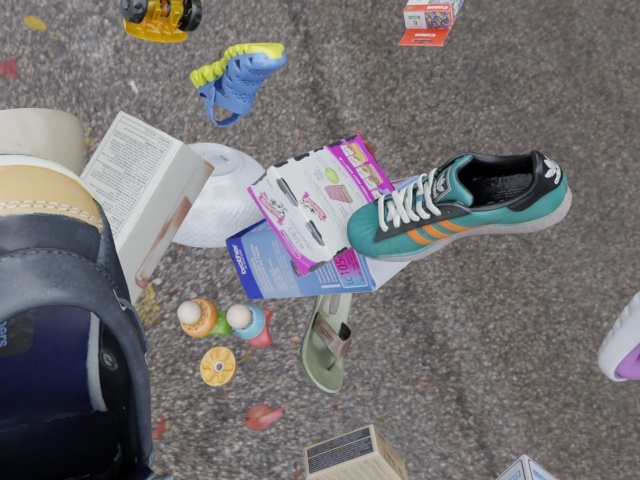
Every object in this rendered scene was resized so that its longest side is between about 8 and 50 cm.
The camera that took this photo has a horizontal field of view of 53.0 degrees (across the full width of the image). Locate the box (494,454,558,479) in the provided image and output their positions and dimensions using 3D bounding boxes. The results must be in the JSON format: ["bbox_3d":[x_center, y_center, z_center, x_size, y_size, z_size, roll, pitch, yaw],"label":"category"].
[{"bbox_3d":[0.217,0.390,0.699,0.087,0.169,0.290,39,20,-2],"label":"box"}]

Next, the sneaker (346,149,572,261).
[{"bbox_3d":[0.158,-0.054,0.831,0.121,0.302,0.108,40,43,-51],"label":"sneaker"}]

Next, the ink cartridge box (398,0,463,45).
[{"bbox_3d":[0.145,-0.300,0.840,0.063,0.029,0.115,9,54,25],"label":"ink cartridge box"}]

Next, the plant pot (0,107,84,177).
[{"bbox_3d":[-0.656,-0.148,1.427,0.284,0.284,0.190,-12,82,-27],"label":"plant pot"}]

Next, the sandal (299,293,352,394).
[{"bbox_3d":[0.027,0.223,1.575,0.120,0.086,0.302,20,63,-25],"label":"sandal"}]

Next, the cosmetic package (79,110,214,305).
[{"bbox_3d":[-0.331,-0.047,1.092,0.153,0.129,0.296,30,86,22],"label":"cosmetic package"}]

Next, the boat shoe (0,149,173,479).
[{"bbox_3d":[-0.221,0.179,0.503,0.187,0.500,0.156,-11,39,-32],"label":"boat shoe"}]

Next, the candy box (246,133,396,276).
[{"bbox_3d":[0.019,-0.062,0.998,0.233,0.071,0.159,-28,84,-49],"label":"candy box"}]

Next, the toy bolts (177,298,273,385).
[{"bbox_3d":[-0.243,0.236,1.600,0.229,0.158,0.218,-14,64,17],"label":"toy bolts"}]

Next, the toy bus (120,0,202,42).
[{"bbox_3d":[-0.318,-0.543,1.277,0.150,0.220,0.211,-3,57,-38],"label":"toy bus"}]

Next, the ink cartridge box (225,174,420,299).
[{"bbox_3d":[0.000,0.000,1.325,0.270,0.396,0.151,-33,107,-47],"label":"ink cartridge box"}]

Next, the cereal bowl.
[{"bbox_3d":[-0.275,-0.139,1.562,0.339,0.141,0.339,6,38,-4],"label":"cereal bowl"}]

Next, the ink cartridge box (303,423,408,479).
[{"bbox_3d":[0.093,0.572,1.603,0.088,0.193,0.234,-99,162,-46],"label":"ink cartridge box"}]

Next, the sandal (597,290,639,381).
[{"bbox_3d":[0.382,0.088,0.639,0.169,0.416,0.102,-30,60,0],"label":"sandal"}]

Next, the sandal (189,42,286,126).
[{"bbox_3d":[-0.170,-0.335,1.384,0.126,0.317,0.138,-11,92,-32],"label":"sandal"}]
